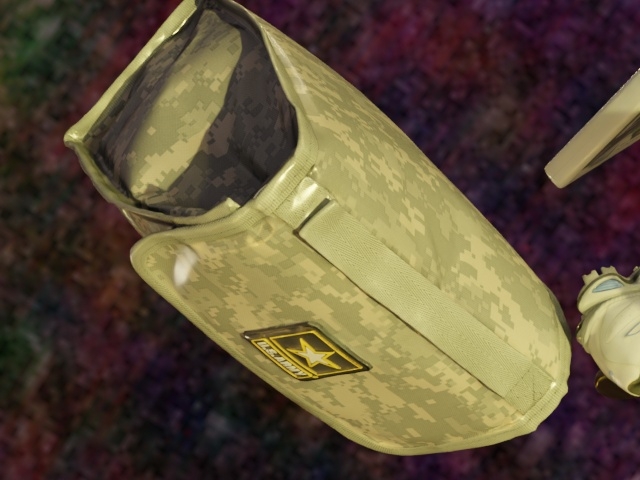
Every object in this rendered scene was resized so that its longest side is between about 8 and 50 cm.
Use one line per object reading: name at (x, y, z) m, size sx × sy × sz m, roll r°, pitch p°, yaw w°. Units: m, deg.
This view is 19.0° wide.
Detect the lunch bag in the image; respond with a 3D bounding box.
lunch bag at (0.000, 0.000, 1.142) m, size 0.169 × 0.235 × 0.287 m, roll -49°, pitch 28°, yaw 2°

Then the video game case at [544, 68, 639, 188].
video game case at (0.247, -0.116, 1.232) m, size 0.173 × 0.022 × 0.190 m, roll -31°, pitch -11°, yaw -30°

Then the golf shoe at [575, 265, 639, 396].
golf shoe at (0.236, 0.044, 1.081) m, size 0.176 × 0.069 × 0.086 m, roll -18°, pitch 41°, yaw -1°

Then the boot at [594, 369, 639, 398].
boot at (0.216, 0.046, 1.236) m, size 0.106 × 0.037 × 0.114 m, roll -27°, pitch 27°, yaw 9°
